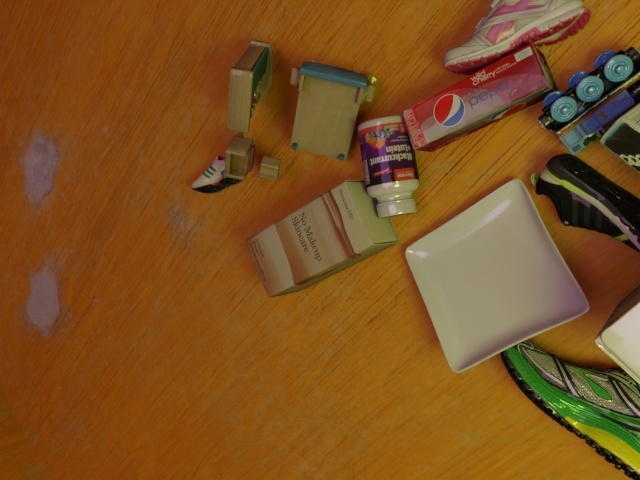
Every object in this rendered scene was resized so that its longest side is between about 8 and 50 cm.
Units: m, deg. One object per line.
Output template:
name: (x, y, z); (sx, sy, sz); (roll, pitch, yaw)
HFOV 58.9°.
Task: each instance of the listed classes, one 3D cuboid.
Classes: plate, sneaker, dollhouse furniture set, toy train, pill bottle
plate: (0.316, 0.069, 1.056); (0.278, 0.045, 0.277); (-36, 57, 30)
sneaker: (0.466, 0.266, 0.987); (0.344, 0.134, 0.146); (37, 84, 30)
dollhouse furniture set: (-0.039, -0.281, 1.277); (0.304, 0.198, 0.286); (12, 127, 1)
sneaker: (0.335, -0.381, 1.011); (0.253, 0.103, 0.111); (-20, 80, 26)
toy train: (0.458, -0.232, 0.942); (0.184, 0.080, 0.105); (-39, 105, 22)
pill bottle: (0.141, -0.146, 1.146); (0.108, 0.108, 0.193); (-9, 90, 33)
sneaker: (-0.264, -0.172, 1.446); (0.161, 0.057, 0.075); (-15, 70, 34)
sneaker: (0.470, -0.052, 0.977); (0.234, 0.084, 0.097); (48, 141, 21)

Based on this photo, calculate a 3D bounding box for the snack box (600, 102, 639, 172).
snack box: (0.594, -0.097, 0.815); (0.322, 0.187, 0.060); (47, 153, 21)

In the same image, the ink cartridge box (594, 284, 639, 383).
ink cartridge box: (0.529, 0.094, 0.820); (0.114, 0.273, 0.198); (47, 117, 20)

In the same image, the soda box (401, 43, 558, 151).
soda box: (0.289, -0.255, 1.049); (0.264, 0.092, 0.083); (-22, 83, 32)

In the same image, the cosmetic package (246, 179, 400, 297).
cosmetic package: (0.000, 0.000, 1.239); (0.296, 0.129, 0.153); (-30, 77, 31)
